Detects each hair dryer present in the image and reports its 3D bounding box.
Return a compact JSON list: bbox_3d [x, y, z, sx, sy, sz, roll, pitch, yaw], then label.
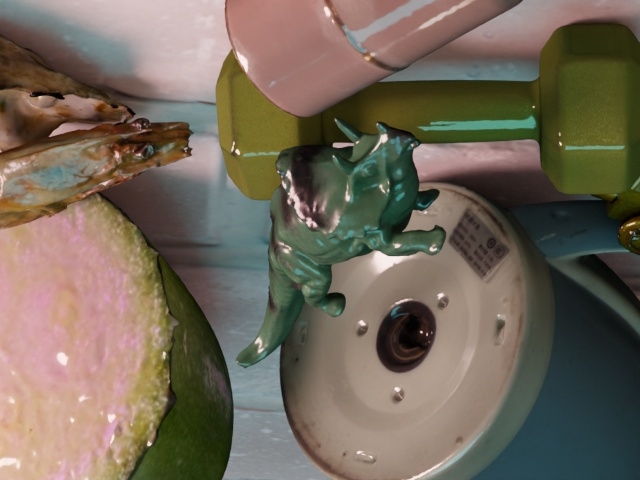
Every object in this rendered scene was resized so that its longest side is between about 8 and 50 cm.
[{"bbox_3d":[-0.035,-0.226,1.132,0.189,0.107,0.344,-26,131,31],"label":"hair dryer"}]

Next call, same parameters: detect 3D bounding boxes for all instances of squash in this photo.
[{"bbox_3d":[-0.191,0.125,1.609,0.310,0.310,0.309,-10,165,21],"label":"squash"}]

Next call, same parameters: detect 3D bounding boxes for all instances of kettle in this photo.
[{"bbox_3d":[0.191,0.097,1.546,0.319,0.247,0.342,-45,137,20],"label":"kettle"}]

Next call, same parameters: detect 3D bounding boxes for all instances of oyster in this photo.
[{"bbox_3d":[-0.285,-0.104,1.374,0.294,0.094,0.166,1,150,-33],"label":"oyster"}]

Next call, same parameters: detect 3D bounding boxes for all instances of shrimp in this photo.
[{"bbox_3d":[-0.192,-0.050,1.420,0.217,0.051,0.115,-20,172,16],"label":"shrimp"}]

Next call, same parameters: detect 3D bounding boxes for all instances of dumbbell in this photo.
[{"bbox_3d":[0.080,-0.090,1.330,0.302,0.121,0.108,0,120,8],"label":"dumbbell"}]

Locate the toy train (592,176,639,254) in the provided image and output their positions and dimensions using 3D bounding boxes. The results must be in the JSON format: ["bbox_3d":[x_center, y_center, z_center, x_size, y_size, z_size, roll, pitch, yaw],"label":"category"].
[{"bbox_3d":[0.319,-0.034,1.407,0.225,0.090,0.137,17,146,-11],"label":"toy train"}]

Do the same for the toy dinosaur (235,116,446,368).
[{"bbox_3d":[0.017,0.004,1.316,0.120,0.079,0.292,11,145,-2],"label":"toy dinosaur"}]
